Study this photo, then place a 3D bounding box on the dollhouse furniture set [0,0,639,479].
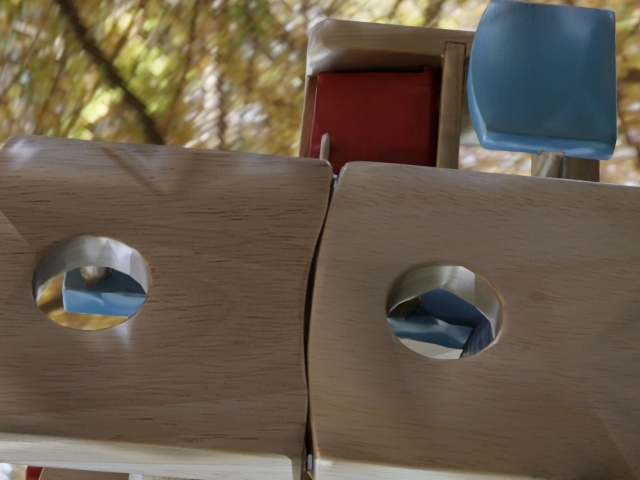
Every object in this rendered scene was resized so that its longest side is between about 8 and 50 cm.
[{"bbox_3d":[0.000,0.000,0.421,0.129,0.129,0.183,5,-126,1],"label":"dollhouse furniture set"}]
